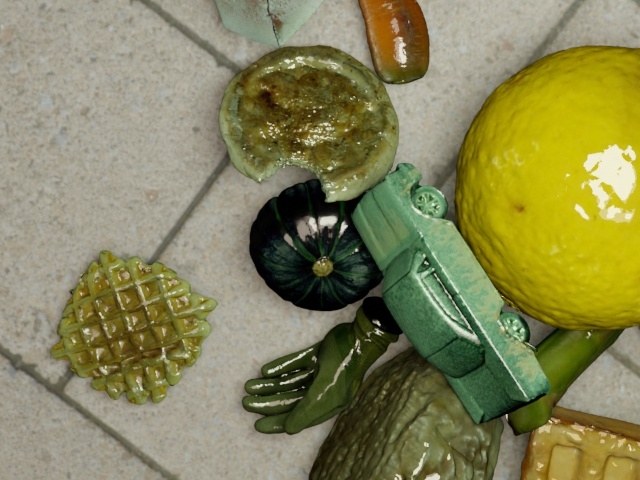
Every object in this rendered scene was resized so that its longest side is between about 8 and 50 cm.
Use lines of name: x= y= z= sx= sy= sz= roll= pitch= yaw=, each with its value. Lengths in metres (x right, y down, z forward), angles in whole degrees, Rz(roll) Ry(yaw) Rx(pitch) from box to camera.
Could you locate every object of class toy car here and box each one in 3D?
toy car: x=0.146 y=0.068 z=1.290 sx=0.097 sy=0.141 sz=0.320 roll=-27 pitch=80 yaw=-28

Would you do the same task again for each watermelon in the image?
watermelon: x=-0.095 y=-0.438 z=1.364 sx=0.289 sy=0.214 sz=0.320 roll=39 pitch=110 yaw=11

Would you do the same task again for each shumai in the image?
shumai: x=0.166 y=0.328 z=1.432 sx=0.288 sy=0.292 sz=0.330 roll=36 pitch=66 yaw=-14

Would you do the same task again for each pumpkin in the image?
pumpkin: x=0.001 y=0.008 z=1.439 sx=0.194 sy=0.150 sz=0.194 roll=0 pitch=96 yaw=1

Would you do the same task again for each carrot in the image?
carrot: x=0.094 y=-0.306 z=1.432 sx=0.087 sy=0.087 sz=0.193 roll=-13 pitch=92 yaw=5

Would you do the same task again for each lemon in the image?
lemon: x=0.342 y=-0.068 z=1.298 sx=0.350 sy=0.387 sz=0.349 roll=10 pitch=63 yaw=-20

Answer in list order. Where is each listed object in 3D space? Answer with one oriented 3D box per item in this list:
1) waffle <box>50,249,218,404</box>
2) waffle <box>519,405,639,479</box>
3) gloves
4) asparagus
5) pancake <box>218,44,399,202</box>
waffle: x=-0.267 y=0.125 z=1.519 sx=0.208 sy=0.054 sz=0.214 roll=26 pitch=103 yaw=-3
waffle: x=0.429 y=0.384 z=1.464 sx=0.348 sy=0.077 sz=0.304 roll=10 pitch=108 yaw=1
gloves: x=0.007 y=0.182 z=1.478 sx=0.268 sy=0.135 sz=0.107 roll=-36 pitch=117 yaw=19
asparagus: x=0.347 y=0.133 z=1.431 sx=0.343 sy=0.085 sz=0.082 roll=-40 pitch=88 yaw=-22
pancake: x=-0.013 y=-0.161 z=1.415 sx=0.254 sy=0.037 sz=0.253 roll=3 pitch=60 yaw=-5
